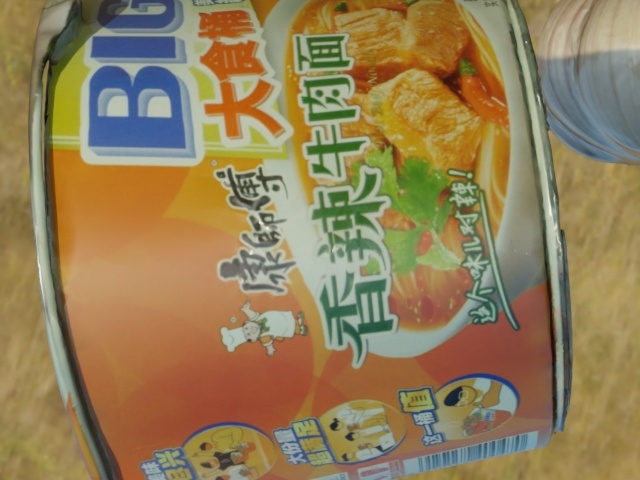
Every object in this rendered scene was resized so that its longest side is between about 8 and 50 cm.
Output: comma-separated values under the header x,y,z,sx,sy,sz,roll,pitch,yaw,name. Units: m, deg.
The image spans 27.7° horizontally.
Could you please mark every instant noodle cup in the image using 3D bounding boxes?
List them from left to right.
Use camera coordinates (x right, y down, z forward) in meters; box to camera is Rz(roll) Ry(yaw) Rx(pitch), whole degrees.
x,y,z,sx,sy,sz,roll,pitch,yaw,name
0.000,0.000,0.647,0.214,0.296,0.296,-7,171,2,instant noodle cup

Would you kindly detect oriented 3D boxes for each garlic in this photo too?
x,y,z,sx,sy,sz,roll,pitch,yaw,name
0.346,-0.168,1.176,0.322,0.241,0.322,6,163,2,garlic
